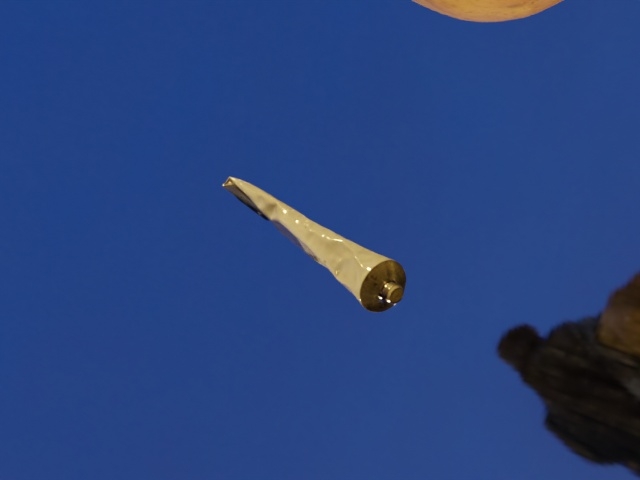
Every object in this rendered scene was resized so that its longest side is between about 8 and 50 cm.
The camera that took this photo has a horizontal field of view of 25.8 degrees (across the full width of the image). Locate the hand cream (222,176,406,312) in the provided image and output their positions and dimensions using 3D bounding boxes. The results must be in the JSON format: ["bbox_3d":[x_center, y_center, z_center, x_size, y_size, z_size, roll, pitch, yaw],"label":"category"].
[{"bbox_3d":[0.000,0.000,0.489,0.019,0.093,0.030,-51,-47,-2],"label":"hand cream"}]

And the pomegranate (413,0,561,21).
[{"bbox_3d":[0.138,-0.334,1.114,0.322,0.322,0.322,-15,-67,-39],"label":"pomegranate"}]
